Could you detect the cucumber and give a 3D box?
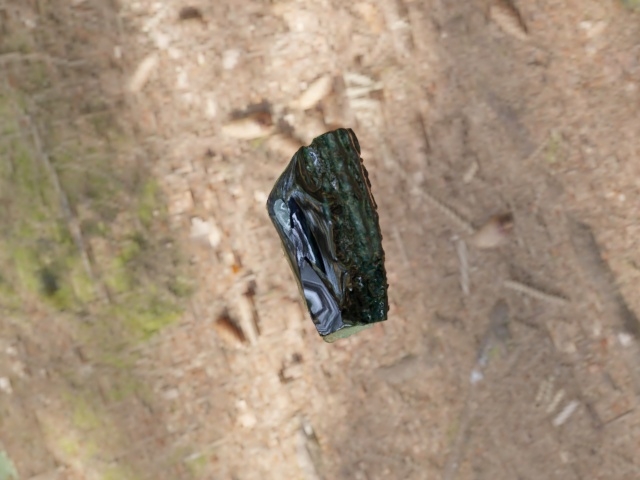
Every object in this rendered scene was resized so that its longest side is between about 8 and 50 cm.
[{"bbox_3d":[0.000,0.000,1.243,0.115,0.086,0.193,-25,79,39],"label":"cucumber"}]
